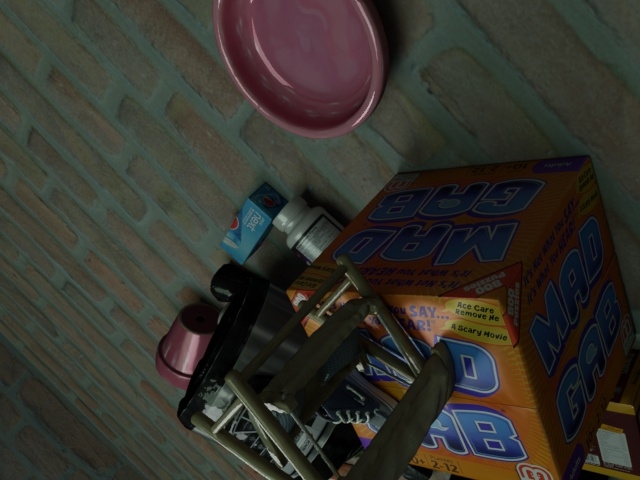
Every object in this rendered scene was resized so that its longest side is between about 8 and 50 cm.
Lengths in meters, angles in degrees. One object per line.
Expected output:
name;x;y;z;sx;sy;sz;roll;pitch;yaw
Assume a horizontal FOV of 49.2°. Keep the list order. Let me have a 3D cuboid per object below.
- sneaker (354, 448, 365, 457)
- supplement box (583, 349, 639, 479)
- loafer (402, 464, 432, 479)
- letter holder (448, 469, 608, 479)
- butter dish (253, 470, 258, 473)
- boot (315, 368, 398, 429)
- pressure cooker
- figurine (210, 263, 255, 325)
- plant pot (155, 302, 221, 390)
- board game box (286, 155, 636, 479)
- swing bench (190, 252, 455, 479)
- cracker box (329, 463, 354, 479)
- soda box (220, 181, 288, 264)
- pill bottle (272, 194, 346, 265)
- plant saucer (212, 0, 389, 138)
sneaker;0.108;0.545;1.837;0.192;0.086;0.064;49;141;-7
supplement box;0.489;0.300;1.246;0.191;0.129;0.194;3;127;40
loafer;0.181;0.543;1.781;0.223;0.076;0.078;36;134;3
letter holder;0.438;0.576;1.499;0.301;0.152;0.214;10;134;24
butter dish;-0.104;0.641;2.098;0.159;0.118;0.160;9;155;-30
boot;0.048;0.252;1.043;0.190;0.086;0.069;40;141;6
pressure cooker;-0.051;0.315;1.522;0.420;0.375;0.370;29;155;-9
figurine;-0.156;0.180;1.738;0.209;0.092;0.215;19;137;22
plant pot;-0.340;0.279;1.912;0.201;0.201;0.180;30;125;16
board game box;0.240;0.119;1.112;0.356;0.356;0.356;-1;123;41
swing bench;0.026;0.204;0.886;0.254;0.253;0.165;42;140;3
cracker box;0.123;0.757;2.037;0.155;0.067;0.232;1;127;39
soda box;-0.149;-0.034;1.543;0.071;0.067;0.210;41;141;2
pill bottle;0.000;0.000;1.411;0.193;0.108;0.108;42;142;2
plant saucer;-0.026;-0.330;1.149;0.332;0.084;0.332;24;137;24
